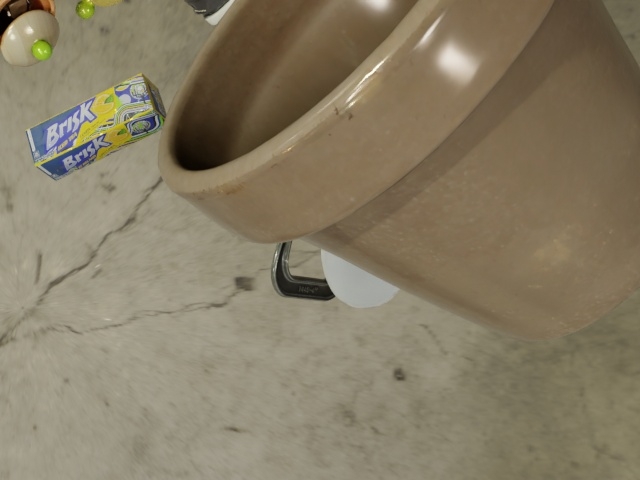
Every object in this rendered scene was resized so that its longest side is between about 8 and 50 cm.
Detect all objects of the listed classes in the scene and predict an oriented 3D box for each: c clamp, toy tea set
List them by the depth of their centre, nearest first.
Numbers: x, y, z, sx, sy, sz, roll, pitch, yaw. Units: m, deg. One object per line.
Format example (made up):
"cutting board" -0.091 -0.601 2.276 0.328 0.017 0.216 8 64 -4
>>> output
"toy tea set" -0.199 -0.306 1.355 0.124 0.200 0.336 44 111 30
"c clamp" 0.000 0.000 1.508 0.161 0.022 0.137 -1 105 -55

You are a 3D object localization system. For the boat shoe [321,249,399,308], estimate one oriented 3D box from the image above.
"boat shoe" 0.053 -0.061 1.386 0.096 0.088 0.267 4 120 10

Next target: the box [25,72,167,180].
"box" -0.277 -0.140 1.724 0.169 0.054 0.059 -25 65 10

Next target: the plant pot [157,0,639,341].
"plant pot" 0.077 -0.063 0.770 0.229 0.263 0.263 42 80 -24

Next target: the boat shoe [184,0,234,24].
"boat shoe" -0.053 -0.212 1.012 0.038 0.046 0.125 35 118 -29
